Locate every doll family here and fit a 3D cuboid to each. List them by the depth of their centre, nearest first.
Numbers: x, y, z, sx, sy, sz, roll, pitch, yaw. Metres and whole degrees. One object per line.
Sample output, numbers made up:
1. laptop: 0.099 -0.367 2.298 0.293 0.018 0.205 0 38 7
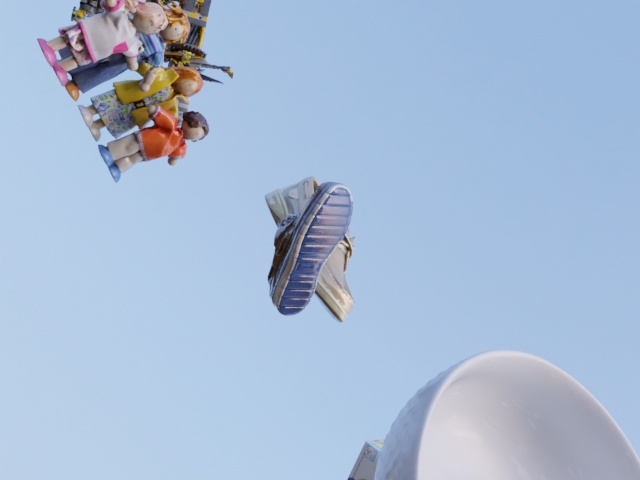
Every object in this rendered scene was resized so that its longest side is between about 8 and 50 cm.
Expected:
1. doll family: -0.223 -0.205 0.931 0.118 0.163 0.263 58 -10 36

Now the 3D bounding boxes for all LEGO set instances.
1. LEGO set: -0.300 -0.301 1.288 0.255 0.192 0.331 14 -8 -23

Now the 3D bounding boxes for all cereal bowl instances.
1. cereal bowl: 0.181 0.288 0.762 0.339 0.339 0.141 47 -44 -2

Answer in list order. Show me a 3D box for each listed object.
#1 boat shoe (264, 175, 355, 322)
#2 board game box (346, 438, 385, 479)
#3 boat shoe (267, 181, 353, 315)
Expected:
1. boat shoe: 0.000 0.000 1.193 0.098 0.302 0.109 -30 -51 3
2. board game box: 0.182 0.484 1.537 0.142 0.275 0.144 29 -82 34
3. boat shoe: -0.024 0.001 0.943 0.066 0.066 0.183 48 -61 42
